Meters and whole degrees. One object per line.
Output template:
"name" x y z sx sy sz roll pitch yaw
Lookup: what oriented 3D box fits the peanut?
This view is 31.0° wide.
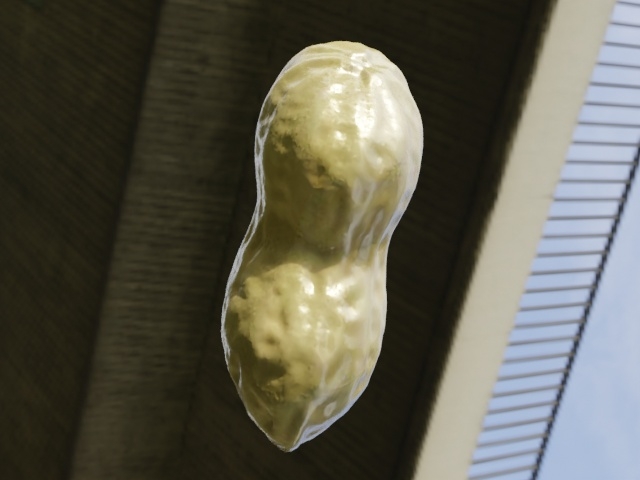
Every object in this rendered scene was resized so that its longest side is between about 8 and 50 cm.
"peanut" 0.000 0.000 0.514 0.082 0.082 0.187 7 -98 54
